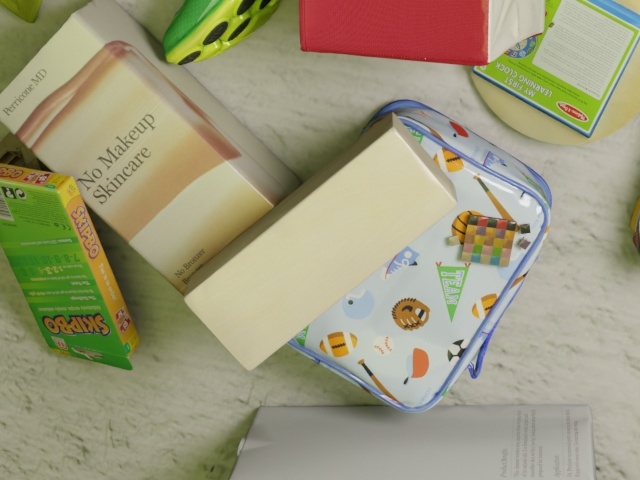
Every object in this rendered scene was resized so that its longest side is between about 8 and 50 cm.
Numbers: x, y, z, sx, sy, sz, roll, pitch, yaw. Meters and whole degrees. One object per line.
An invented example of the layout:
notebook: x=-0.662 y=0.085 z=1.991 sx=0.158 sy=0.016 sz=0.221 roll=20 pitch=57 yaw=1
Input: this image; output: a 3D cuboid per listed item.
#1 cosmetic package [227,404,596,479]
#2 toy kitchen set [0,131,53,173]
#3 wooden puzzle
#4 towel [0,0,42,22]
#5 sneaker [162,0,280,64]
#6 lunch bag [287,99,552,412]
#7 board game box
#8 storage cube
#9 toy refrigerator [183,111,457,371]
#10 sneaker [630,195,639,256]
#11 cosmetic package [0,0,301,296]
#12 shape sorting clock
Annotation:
cosmetic package: x=0.103 y=0.282 z=1.795 sx=0.385 sy=0.217 sz=0.156 roll=-2 pitch=107 yaw=10
toy kitchen set: x=-0.313 y=-0.069 z=1.822 sx=0.075 sy=0.083 sz=0.068 roll=-41 pitch=139 yaw=17
wooden puzzle: x=0.171 y=0.000 z=1.697 sx=0.083 sy=0.006 sz=0.049 roll=9 pitch=108 yaw=-1
towel: x=-0.310 y=-0.303 z=1.691 sx=0.102 sy=0.021 sz=0.237 roll=37 pitch=151 yaw=-3
sneaker: x=-0.084 y=-0.312 z=1.707 sx=0.123 sy=0.109 sz=0.295 roll=38 pitch=112 yaw=19
lunch bag: x=0.096 y=0.025 z=1.770 sx=0.243 sy=0.115 sz=0.303 roll=30 pitch=108 yaw=-4
board game box: x=-0.279 y=0.031 z=1.799 sx=0.124 sy=0.039 sz=0.259 roll=11 pitch=133 yaw=31
storage cube: x=0.101 y=-0.282 z=1.609 sx=0.193 sy=0.183 sz=0.215 roll=8 pitch=109 yaw=23
toy refrigerator: x=0.000 y=0.000 z=1.662 sx=0.269 sy=0.094 sz=0.102 roll=-40 pitch=101 yaw=11
sneaker: x=0.380 y=-0.068 z=1.704 sx=0.088 sy=0.093 sz=0.225 roll=13 pitch=112 yaw=3
cosmetic package: x=-0.181 y=-0.099 z=1.759 sx=0.296 sy=0.129 sz=0.153 roll=43 pitch=109 yaw=-6
shape sorting clock: x=0.244 y=-0.197 z=1.696 sx=0.206 sy=0.040 sz=0.206 roll=8 pitch=109 yaw=24
